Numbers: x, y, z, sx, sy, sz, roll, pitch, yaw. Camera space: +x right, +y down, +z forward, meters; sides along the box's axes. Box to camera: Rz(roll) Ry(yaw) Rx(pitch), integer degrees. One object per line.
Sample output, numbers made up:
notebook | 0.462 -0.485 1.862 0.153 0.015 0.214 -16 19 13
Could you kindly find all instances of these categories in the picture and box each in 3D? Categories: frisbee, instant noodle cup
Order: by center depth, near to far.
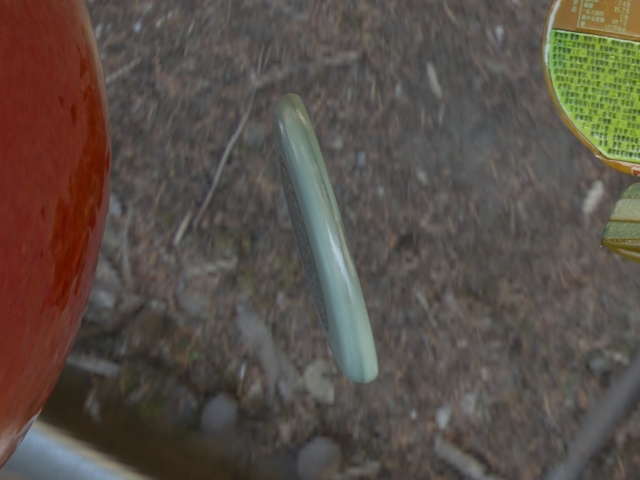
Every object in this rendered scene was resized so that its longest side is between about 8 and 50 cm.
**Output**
frisbee | 0.000 0.000 0.705 0.014 0.110 0.110 -15 109 -3
instant noodle cup | 0.223 -0.149 1.187 0.168 0.185 0.168 5 119 9

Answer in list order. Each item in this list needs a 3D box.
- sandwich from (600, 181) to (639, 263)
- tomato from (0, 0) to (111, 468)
sandwich | 0.318 -0.022 1.551 0.163 0.079 0.113 24 147 13
tomato | -0.227 -0.028 0.553 0.325 0.293 0.289 21 97 27
